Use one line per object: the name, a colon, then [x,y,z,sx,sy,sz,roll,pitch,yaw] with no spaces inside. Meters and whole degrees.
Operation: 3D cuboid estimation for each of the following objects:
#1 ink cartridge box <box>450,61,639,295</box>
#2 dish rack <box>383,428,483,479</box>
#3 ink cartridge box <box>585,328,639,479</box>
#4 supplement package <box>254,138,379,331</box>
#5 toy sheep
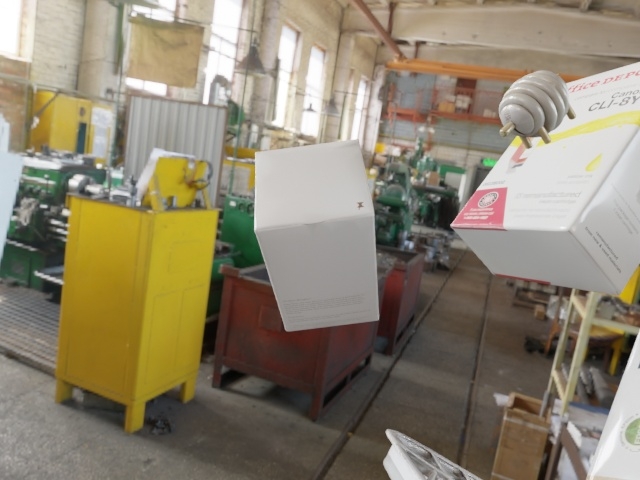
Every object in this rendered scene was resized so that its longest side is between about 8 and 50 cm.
ink cartridge box: [0.457,-0.116,0.967,0.160,0.384,0.279,44,-15,-19]
dish rack: [0.210,0.361,0.649,0.286,0.072,0.333,32,-5,-6]
ink cartridge box: [0.284,0.097,0.321,0.088,0.234,0.193,45,-31,-9]
supplement package: [0.000,0.000,0.944,0.178,0.292,0.175,-7,51,1]
toy sheep: [0.283,-0.175,0.733,0.132,0.091,0.091,-42,37,-25]
